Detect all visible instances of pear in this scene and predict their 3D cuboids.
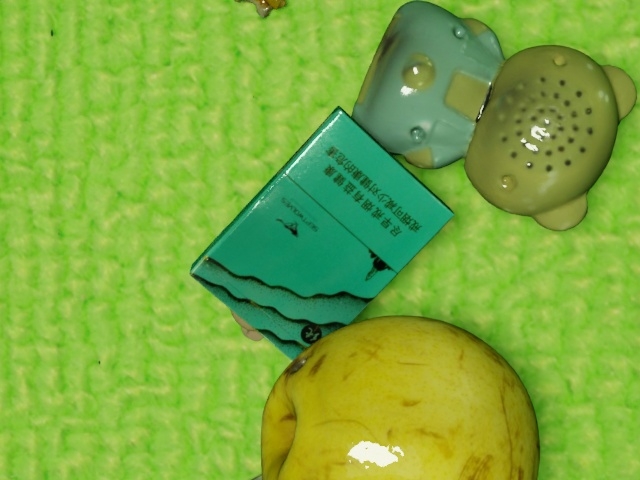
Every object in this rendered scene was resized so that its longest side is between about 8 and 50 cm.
[{"bbox_3d":[0.075,0.206,0.944,0.280,0.281,0.281,0,90,7],"label":"pear"}]

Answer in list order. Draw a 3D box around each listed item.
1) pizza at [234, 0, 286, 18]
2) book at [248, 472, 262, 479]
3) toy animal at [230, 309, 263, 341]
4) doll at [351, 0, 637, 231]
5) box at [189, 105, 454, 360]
[{"bbox_3d":[-0.001,-0.380,1.054,0.228,0.081,0.290,18,90,6],"label":"pizza"},{"bbox_3d":[-0.044,0.378,1.085,0.160,0.024,0.228,-29,87,8],"label":"book"},{"bbox_3d":[-0.036,0.065,1.064,0.150,0.089,0.083,0,69,10],"label":"toy animal"},{"bbox_3d":[0.175,-0.133,0.994,0.260,0.161,0.177,25,91,8],"label":"doll"},{"bbox_3d":[0.000,0.000,0.983,0.161,0.042,0.226,41,100,-11],"label":"box"}]
